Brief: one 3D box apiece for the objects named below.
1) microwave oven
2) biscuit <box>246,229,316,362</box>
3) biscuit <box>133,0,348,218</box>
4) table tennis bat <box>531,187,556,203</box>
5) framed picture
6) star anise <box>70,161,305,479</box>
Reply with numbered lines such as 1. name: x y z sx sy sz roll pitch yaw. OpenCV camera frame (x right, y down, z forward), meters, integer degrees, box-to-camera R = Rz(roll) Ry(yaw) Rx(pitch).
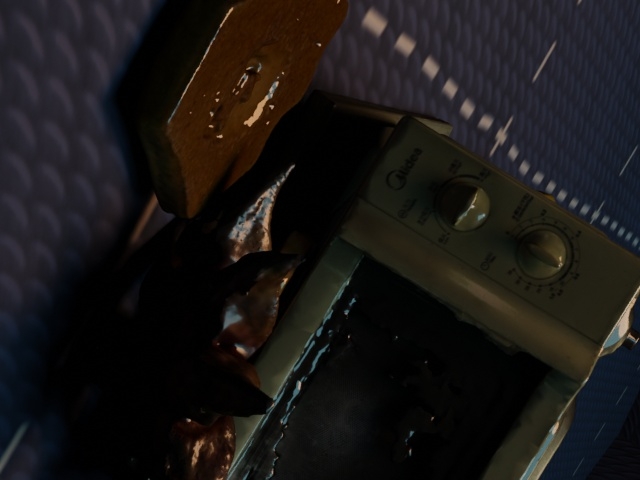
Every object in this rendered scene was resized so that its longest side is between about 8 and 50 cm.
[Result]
1. microwave oven: 0.058 0.117 1.344 0.355 0.218 0.286 -59 178 2
2. biscuit: -0.046 0.051 1.302 0.133 0.027 0.184 -57 178 2
3. biscuit: -0.037 -0.123 1.124 0.215 0.034 0.182 -54 164 -19
4. table tennis bat: 0.121 0.112 1.798 0.369 0.054 0.224 -61 -153 -2
5. framed picture: 0.000 0.000 1.481 0.240 0.020 0.324 -62 164 11
6. star anise: -0.094 0.069 1.158 0.272 0.102 0.272 -164 -90 -71
